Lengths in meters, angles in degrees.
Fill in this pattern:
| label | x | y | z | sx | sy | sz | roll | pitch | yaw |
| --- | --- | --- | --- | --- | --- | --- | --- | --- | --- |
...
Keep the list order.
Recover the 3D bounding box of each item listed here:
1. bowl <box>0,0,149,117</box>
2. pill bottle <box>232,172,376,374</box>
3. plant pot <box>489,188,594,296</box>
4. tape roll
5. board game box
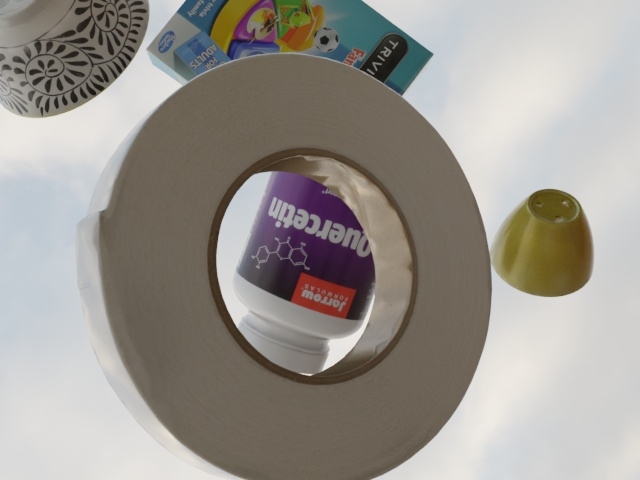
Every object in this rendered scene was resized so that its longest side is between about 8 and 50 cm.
| label | x | y | z | sx | sy | sz | roll | pitch | yaw |
| --- | --- | --- | --- | --- | --- | --- | --- | --- | --- |
| bowl | -0.244 | -0.200 | 0.839 | 0.170 | 0.170 | 0.080 | -59 | -33 | -15 |
| pill bottle | 0.000 | 0.000 | 1.227 | 0.181 | 0.181 | 0.323 | 14 | -81 | -42 |
| plant pot | 0.288 | -0.009 | 1.212 | 0.134 | 0.134 | 0.095 | -34 | -36 | -30 |
| tape roll | -0.019 | 0.025 | 0.854 | 0.392 | 0.072 | 0.392 | 6 | -101 | -29 |
| board game box | -0.044 | -0.269 | 1.409 | 0.336 | 0.079 | 0.254 | 37 | -96 | 3 |
